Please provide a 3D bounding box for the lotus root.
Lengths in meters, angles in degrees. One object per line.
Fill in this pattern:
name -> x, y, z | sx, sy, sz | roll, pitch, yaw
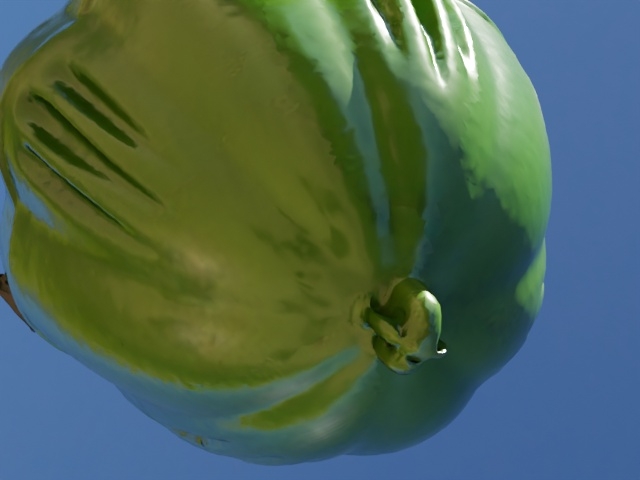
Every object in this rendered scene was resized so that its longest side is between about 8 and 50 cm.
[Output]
lotus root -> 0.000, 0.000, 0.510 | 0.186, 0.186, 0.186 | -11, -105, 46
